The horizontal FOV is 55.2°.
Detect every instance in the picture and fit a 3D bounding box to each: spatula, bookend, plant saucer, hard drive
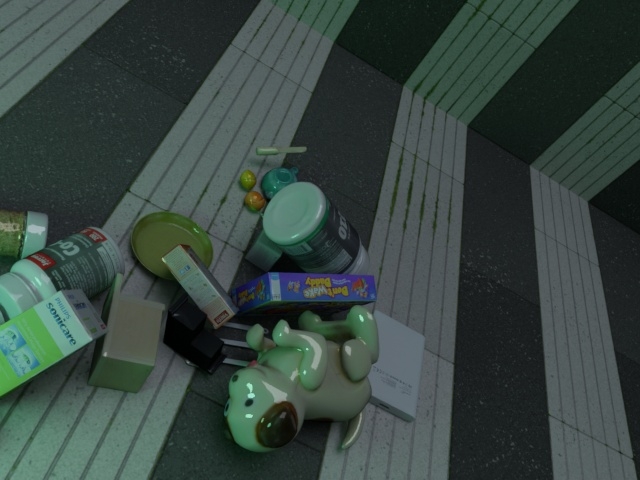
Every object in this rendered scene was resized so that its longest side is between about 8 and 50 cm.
[{"bbox_3d":[-0.250,0.283,1.672,0.241,0.019,0.168,16,42,-25],"label":"spatula"},{"bbox_3d":[-0.307,0.236,1.542,0.156,0.157,0.072,31,47,9],"label":"bookend"},{"bbox_3d":[-0.426,0.023,1.754,0.240,0.037,0.241,20,45,-21],"label":"plant saucer"},{"bbox_3d":[0.221,0.382,1.898,0.202,0.040,0.308,30,43,-11],"label":"hard drive"}]

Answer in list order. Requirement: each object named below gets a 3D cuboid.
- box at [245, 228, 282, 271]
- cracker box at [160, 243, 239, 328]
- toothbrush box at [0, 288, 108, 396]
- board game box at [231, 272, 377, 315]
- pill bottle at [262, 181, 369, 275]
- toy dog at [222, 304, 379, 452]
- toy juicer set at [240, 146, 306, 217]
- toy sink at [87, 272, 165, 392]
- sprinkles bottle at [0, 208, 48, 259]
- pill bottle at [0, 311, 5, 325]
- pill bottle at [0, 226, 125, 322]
[{"bbox_3d":[-0.163,0.021,1.892,0.087,0.102,0.101,34,42,-9],"label":"box"},{"bbox_3d":[-0.314,0.119,1.621,0.067,0.156,0.232,-39,90,-4],"label":"cracker box"},{"bbox_3d":[-0.597,0.220,1.234,0.283,0.206,0.122,-33,93,-12],"label":"toothbrush box"},{"bbox_3d":[-0.048,0.157,1.750,0.346,0.233,0.078,3,73,-33],"label":"board game box"},{"bbox_3d":[0.000,0.000,1.850,0.361,0.204,0.204,46,27,-49],"label":"pill bottle"},{"bbox_3d":[-0.071,0.380,1.565,0.407,0.284,0.396,-18,102,-45],"label":"toy dog"},{"bbox_3d":[-0.170,-0.206,2.104,0.209,0.090,0.329,13,55,-9],"label":"toy juicer set"},{"bbox_3d":[-0.459,0.221,1.475,0.131,0.153,0.234,16,46,-23],"label":"toy sink"},{"bbox_3d":[-0.840,-0.029,1.444,0.355,0.121,0.121,8,50,-29],"label":"sprinkles bottle"},{"bbox_3d":[-0.782,0.199,1.297,0.108,0.108,0.193,47,43,9],"label":"pill bottle"},{"bbox_3d":[-0.626,0.092,1.459,0.161,0.161,0.283,45,42,6],"label":"pill bottle"}]
